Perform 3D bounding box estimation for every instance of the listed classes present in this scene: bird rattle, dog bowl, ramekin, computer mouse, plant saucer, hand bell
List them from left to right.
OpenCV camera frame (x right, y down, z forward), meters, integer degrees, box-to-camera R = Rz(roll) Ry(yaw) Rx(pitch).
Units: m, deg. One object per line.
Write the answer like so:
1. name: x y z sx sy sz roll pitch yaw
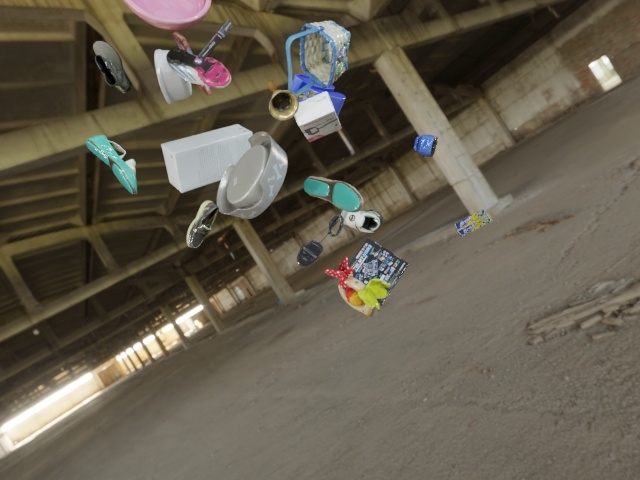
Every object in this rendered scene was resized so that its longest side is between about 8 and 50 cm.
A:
1. plant saucer: -0.596 -0.942 1.630 0.332 0.332 0.084 -32 -9 -27
2. ramekin: -0.772 -0.873 2.229 0.127 0.272 0.273 -10 -2 -5
3. dog bowl: -0.260 -0.239 1.615 0.349 0.102 0.348 -31 45 37
4. hand bell: -0.186 -0.621 1.781 0.126 0.242 0.126 -14 -45 -14
5. computer mouse: 0.000 0.000 1.540 0.242 0.071 0.041 -47 9 10
6. bird rattle: 0.129 0.197 1.630 0.143 0.254 0.207 -49 -28 -36

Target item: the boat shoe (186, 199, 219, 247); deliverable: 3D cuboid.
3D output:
1. boat shoe: -0.345 -0.043 1.232 0.056 0.049 0.152 10 -74 -56

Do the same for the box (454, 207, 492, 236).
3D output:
1. box: 0.759 -0.089 2.093 0.169 0.059 0.054 -33 41 30

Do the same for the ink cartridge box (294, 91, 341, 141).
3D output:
1. ink cartridge box: -0.013 -0.553 1.902 0.172 0.100 0.237 -22 -8 8

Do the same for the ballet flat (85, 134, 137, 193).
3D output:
1. ballet flat: -0.715 -0.281 1.496 0.087 0.247 0.083 -44 5 -32

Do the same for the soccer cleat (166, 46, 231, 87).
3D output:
1. soccer cleat: -0.522 -0.741 1.855 0.116 0.331 0.143 -59 -12 -13

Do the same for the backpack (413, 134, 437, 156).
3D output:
1. backpack: 0.473 -0.427 1.897 0.101 0.098 0.120 8 12 15

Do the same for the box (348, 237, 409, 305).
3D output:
1. box: 0.313 0.179 2.443 0.295 0.293 0.073 -54 -16 -14

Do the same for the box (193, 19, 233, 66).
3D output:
1. box: -0.387 -0.712 1.519 0.162 0.029 0.116 -29 34 36

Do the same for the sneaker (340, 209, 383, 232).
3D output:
1. sneaker: 0.244 -0.084 2.087 0.331 0.146 0.122 1 -69 -52

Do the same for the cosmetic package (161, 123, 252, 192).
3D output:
1. cosmetic package: -0.588 -0.448 2.263 0.453 0.161 0.230 -25 -47 -32

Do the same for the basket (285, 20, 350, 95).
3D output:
1. basket: -0.020 -0.749 1.712 0.289 0.201 0.254 -34 -26 -20

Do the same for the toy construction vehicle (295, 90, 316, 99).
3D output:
1. toy construction vehicle: -0.073 -0.695 2.016 0.098 0.035 0.086 0 24 5

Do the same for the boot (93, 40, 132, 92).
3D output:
1. boot: -0.890 -0.746 1.759 0.083 0.246 0.161 -30 4 1

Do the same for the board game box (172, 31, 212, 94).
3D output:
1. board game box: -0.622 -0.857 2.047 0.027 0.145 0.281 -34 -43 -12

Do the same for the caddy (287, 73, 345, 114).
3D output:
1. caddy: -0.033 -0.744 2.252 0.341 0.241 0.179 -5 -43 -43

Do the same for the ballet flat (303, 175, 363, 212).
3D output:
1. ballet flat: 0.072 -0.195 1.676 0.106 0.316 0.107 -11 -59 -46
